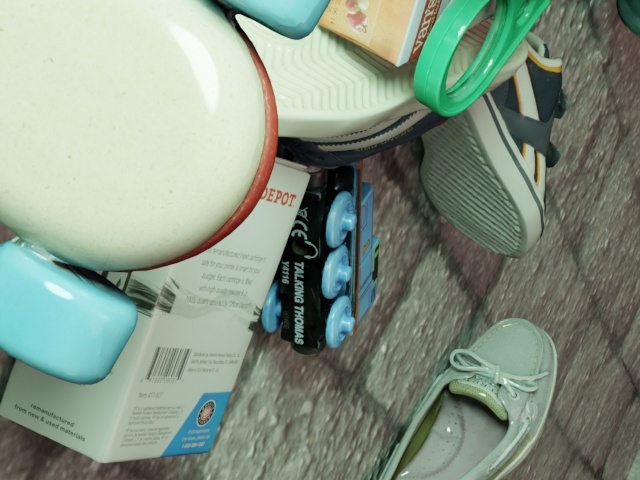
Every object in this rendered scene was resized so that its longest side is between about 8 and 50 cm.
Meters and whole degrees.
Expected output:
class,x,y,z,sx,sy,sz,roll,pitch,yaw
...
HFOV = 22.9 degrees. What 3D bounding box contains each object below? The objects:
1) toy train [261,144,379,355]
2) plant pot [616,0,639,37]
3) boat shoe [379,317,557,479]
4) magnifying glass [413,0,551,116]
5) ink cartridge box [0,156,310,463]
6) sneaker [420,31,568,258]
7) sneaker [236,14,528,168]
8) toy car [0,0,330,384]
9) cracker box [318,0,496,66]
class,x,y,z,sx,sy,sz,roll,pitch,yaw
toy train,0.000,0.000,1.206,0.105,0.080,0.184,-56,153,-48
plant pot,0.484,-0.396,1.632,0.341,0.341,0.334,-43,139,-45
boat shoe,0.149,0.202,1.653,0.320,0.118,0.103,-50,156,-23
magnifying glass,0.132,-0.157,1.025,0.231,0.026,0.092,-40,152,-37
ink cartridge box,-0.100,0.029,0.993,0.148,0.086,0.203,14,96,-67
sneaker,0.154,-0.105,1.383,0.127,0.126,0.321,-54,152,-17
sneaker,-0.013,-0.102,1.046,0.350,0.131,0.148,-8,159,-46
toy car,-0.103,-0.071,0.787,0.219,0.210,0.238,-59,170,5
cracker box,0.101,-0.219,0.994,0.232,0.067,0.156,-33,147,-50
